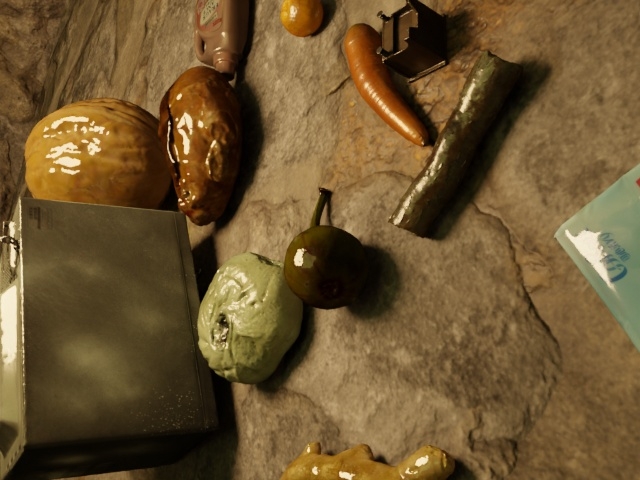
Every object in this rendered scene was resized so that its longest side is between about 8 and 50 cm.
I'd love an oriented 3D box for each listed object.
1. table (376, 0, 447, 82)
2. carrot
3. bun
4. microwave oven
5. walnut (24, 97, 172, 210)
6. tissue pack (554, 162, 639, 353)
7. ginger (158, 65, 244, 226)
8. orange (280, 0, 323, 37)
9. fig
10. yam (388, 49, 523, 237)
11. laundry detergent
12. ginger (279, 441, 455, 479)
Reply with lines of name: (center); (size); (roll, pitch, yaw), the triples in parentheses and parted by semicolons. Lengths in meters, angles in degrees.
table: (0.126, -0.287, 0.905); (0.070, 0.082, 0.083); (-16, 66, 46)
carrot: (0.090, -0.227, 0.954); (0.066, 0.062, 0.271); (-15, 60, -3)
bun: (-0.126, 0.121, 1.047); (0.221, 0.108, 0.222); (-21, 62, 45)
microwave oven: (-0.403, 0.174, 1.145); (0.236, 0.374, 0.432); (-45, 50, 44)
walnut: (-0.489, -0.172, 1.418); (0.332, 0.332, 0.333); (-20, 63, 45)
tissue pack: (0.340, 0.042, 0.535); (0.177, 0.089, 0.263); (-47, 45, 32)
ginger: (-0.230, -0.197, 1.237); (0.172, 0.165, 0.322); (136, 135, -68)
orange: (-0.032, -0.408, 1.145); (0.083, 0.070, 0.084); (-11, 77, 58)
fig: (0.000, 0.000, 0.952); (0.124, 0.124, 0.236); (-49, 30, 28)
yam: (0.169, -0.115, 0.815); (0.061, 0.061, 0.253); (46, 114, 47)
laundry detergent: (-0.222, -0.442, 1.382); (0.171, 0.076, 0.237); (-17, 67, 47)
ginger: (0.045, 0.317, 0.813); (0.298, 0.065, 0.118); (-15, 53, 45)
